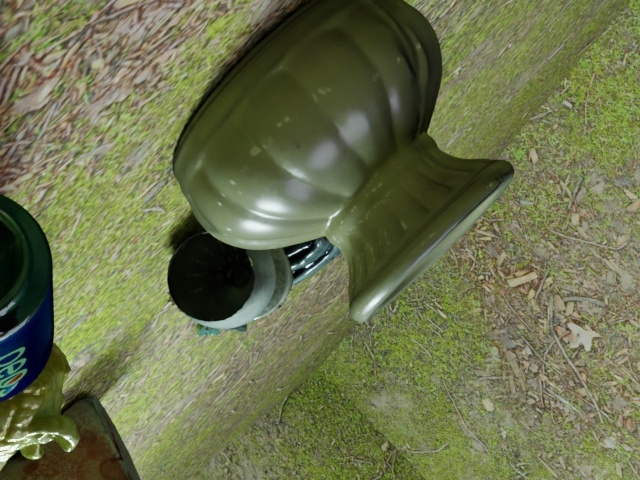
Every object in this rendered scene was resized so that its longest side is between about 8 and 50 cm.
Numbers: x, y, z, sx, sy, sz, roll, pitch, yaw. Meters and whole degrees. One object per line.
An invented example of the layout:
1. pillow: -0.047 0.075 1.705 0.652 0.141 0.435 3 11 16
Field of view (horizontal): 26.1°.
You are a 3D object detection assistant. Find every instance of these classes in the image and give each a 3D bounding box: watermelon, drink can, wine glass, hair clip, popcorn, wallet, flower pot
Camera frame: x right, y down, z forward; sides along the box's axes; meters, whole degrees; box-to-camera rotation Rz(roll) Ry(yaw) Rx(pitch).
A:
1. watermelon: -0.349 0.312 1.869 0.261 0.201 0.213 -1 171 1
2. drink can: -0.251 0.048 1.002 0.118 0.118 0.205 -41 170 -21
3. wine glass: -0.108 0.043 1.654 0.126 0.126 0.241 -45 175 3
4. hair clip: -0.159 0.129 2.107 0.049 0.049 0.173 -45 166 7
5. popcorn: -0.298 0.146 1.289 0.141 0.162 0.136 -65 146 -30
6. wallet: 0.000 0.000 1.949 0.237 0.075 0.342 -28 -179 33
7. flower pot: 0.032 -0.072 1.349 0.307 0.244 0.307 -42 171 -8
